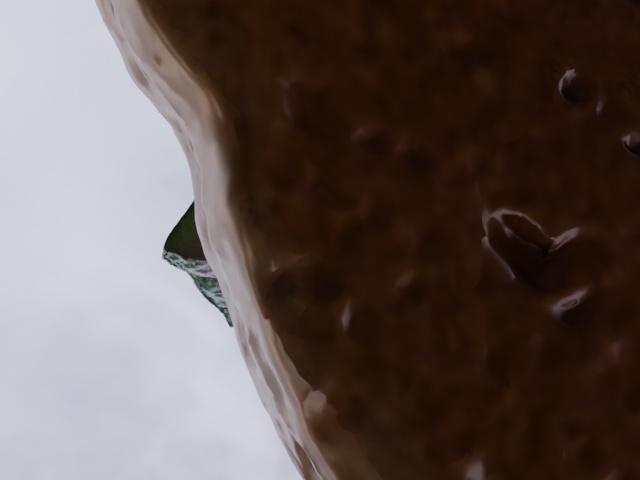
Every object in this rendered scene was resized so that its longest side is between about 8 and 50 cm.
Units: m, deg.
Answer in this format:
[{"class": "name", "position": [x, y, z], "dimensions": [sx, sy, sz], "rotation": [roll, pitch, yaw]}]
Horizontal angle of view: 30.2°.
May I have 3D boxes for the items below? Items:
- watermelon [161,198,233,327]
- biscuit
[{"class": "watermelon", "position": [-0.006, -0.008, 0.574], "dimensions": [0.080, 0.101, 0.155], "rotation": [20, -127, 10]}, {"class": "biscuit", "position": [0.098, -0.079, 0.412], "dimensions": [0.350, 0.078, 0.455], "rotation": [-5, -98, -25]}]
